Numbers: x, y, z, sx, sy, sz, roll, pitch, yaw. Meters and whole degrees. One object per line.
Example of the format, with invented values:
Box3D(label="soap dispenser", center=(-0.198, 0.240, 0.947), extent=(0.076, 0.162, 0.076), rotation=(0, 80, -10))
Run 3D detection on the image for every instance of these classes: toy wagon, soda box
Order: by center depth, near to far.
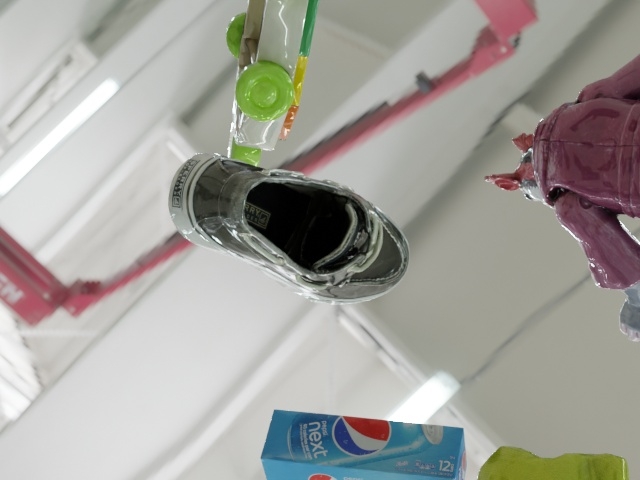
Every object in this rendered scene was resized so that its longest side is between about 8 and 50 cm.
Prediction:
Box3D(label="toy wagon", center=(-0.055, -0.199, 1.317), extent=(0.267, 0.068, 0.344), rotation=(-105, -156, -68))
Box3D(label="soda box", center=(0.048, 0.235, 1.390), extent=(0.210, 0.071, 0.067), rotation=(3, -132, 13))

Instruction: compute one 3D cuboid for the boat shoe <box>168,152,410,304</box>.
Box3D(label="boat shoe", center=(0.000, 0.000, 0.843), extent=(0.070, 0.219, 0.078), rotation=(10, -94, 41))

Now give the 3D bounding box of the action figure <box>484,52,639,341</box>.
Box3D(label="action figure", center=(0.278, -0.049, 1.019), extent=(0.370, 0.276, 0.248), rotation=(2, -98, 39))

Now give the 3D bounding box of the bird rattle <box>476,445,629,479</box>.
Box3D(label="bird rattle", center=(0.097, 0.229, 0.611), extent=(0.143, 0.253, 0.207), rotation=(-11, 163, -32))
